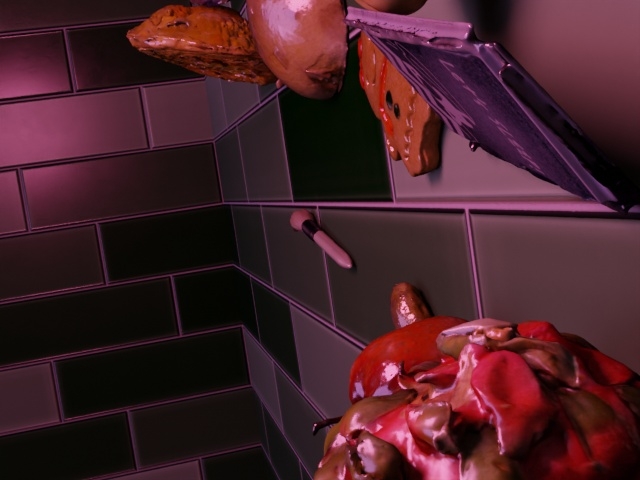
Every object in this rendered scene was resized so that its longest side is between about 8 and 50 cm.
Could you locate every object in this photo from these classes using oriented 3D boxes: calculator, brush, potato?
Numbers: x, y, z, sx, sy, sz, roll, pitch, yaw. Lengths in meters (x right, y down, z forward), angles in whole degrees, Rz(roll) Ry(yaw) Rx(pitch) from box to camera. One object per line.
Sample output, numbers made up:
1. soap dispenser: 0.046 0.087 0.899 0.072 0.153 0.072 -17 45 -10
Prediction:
1. calculator: 0.108 -0.104 0.595 0.165 0.028 0.274 41 -176 -23
2. brush: 0.000 0.000 1.372 0.299 0.042 0.039 -132 37 -66
3. potato: 0.102 0.083 0.948 0.046 0.045 0.092 42 -157 -44
4. potato: -0.048 -0.314 1.205 0.299 0.115 0.239 -131 29 -71

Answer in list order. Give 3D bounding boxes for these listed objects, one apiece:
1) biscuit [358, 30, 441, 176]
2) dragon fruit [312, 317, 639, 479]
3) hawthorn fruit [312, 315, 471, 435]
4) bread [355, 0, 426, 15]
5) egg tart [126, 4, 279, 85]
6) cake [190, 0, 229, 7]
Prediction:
1. biscuit: 0.078 -0.171 0.893 0.166 0.036 0.226 91 164 -45
2. dragon fruit: 0.120 0.191 0.524 0.237 0.231 0.303 -122 10 -50
3. hawthorn fruit: 0.085 0.151 0.732 0.157 0.193 0.157 175 90 -67
4. bread: 0.061 -0.334 0.637 0.173 0.121 0.311 -121 23 -67
5. egg tart: -0.203 -0.364 1.489 0.297 0.297 0.132 -146 65 -74
6. cake: -0.196 -0.563 1.366 0.321 0.332 0.332 49 179 -20
